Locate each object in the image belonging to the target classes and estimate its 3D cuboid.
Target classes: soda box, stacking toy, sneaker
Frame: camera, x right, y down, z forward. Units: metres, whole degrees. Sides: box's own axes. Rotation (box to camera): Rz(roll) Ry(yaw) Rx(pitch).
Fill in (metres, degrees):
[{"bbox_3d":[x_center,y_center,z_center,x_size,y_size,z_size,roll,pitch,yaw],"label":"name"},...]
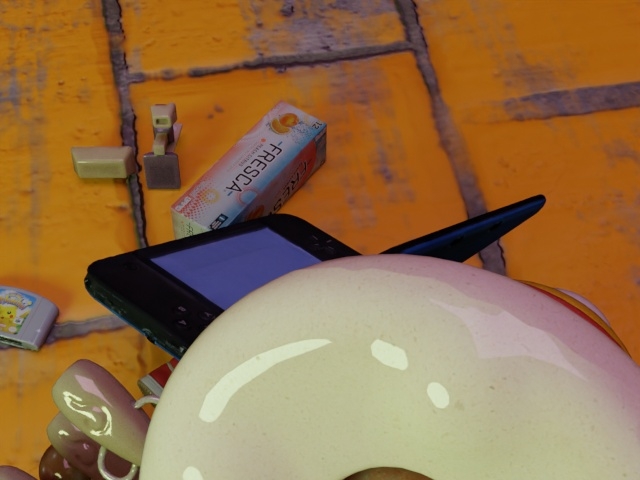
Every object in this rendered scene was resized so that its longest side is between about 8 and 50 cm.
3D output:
[{"bbox_3d":[-0.068,-0.058,1.136,0.063,0.058,0.183,30,58,21],"label":"soda box"},{"bbox_3d":[0.120,0.139,0.827,0.350,0.351,0.480,22,19,16],"label":"stacking toy"},{"bbox_3d":[-0.100,0.141,0.990,0.067,0.042,0.118,-38,59,-22],"label":"sneaker"}]

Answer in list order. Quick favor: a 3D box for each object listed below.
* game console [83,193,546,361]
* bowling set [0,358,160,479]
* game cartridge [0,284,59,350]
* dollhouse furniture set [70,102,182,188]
[{"bbox_3d":[0.000,0.000,0.940,0.250,0.173,0.293,32,26,26],"label":"game console"},{"bbox_3d":[-0.170,0.215,0.862,0.154,0.200,0.287,40,104,4],"label":"bowling set"},{"bbox_3d":[-0.291,0.070,1.061,0.083,0.017,0.056,13,49,9],"label":"game cartridge"},{"bbox_3d":[-0.199,-0.113,1.171,0.114,0.091,0.081,0,37,3],"label":"dollhouse furniture set"}]
